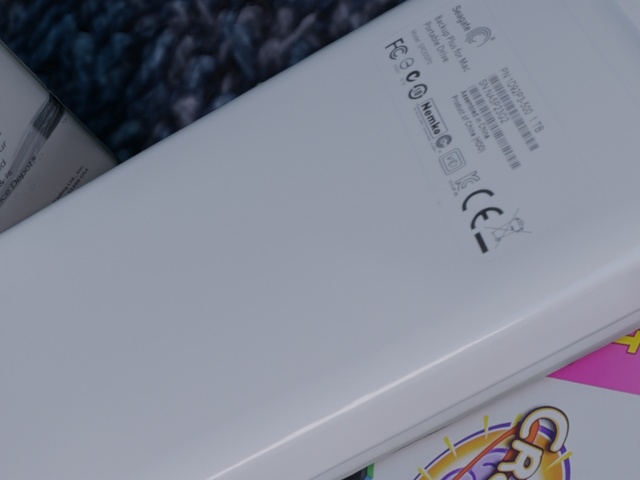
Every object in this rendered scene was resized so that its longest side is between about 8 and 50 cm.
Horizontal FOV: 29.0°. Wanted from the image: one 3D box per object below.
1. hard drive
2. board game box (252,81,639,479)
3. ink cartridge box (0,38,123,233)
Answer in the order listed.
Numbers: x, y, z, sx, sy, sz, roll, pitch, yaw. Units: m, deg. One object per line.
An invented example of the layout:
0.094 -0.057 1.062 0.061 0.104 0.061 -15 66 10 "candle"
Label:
0.000 0.000 0.479 0.308 0.040 0.203 -29 39 10 "hard drive"
0.012 0.063 0.492 0.317 0.064 0.242 21 65 47 "board game box"
-0.191 -0.025 0.585 0.087 0.208 0.153 36 81 23 "ink cartridge box"
